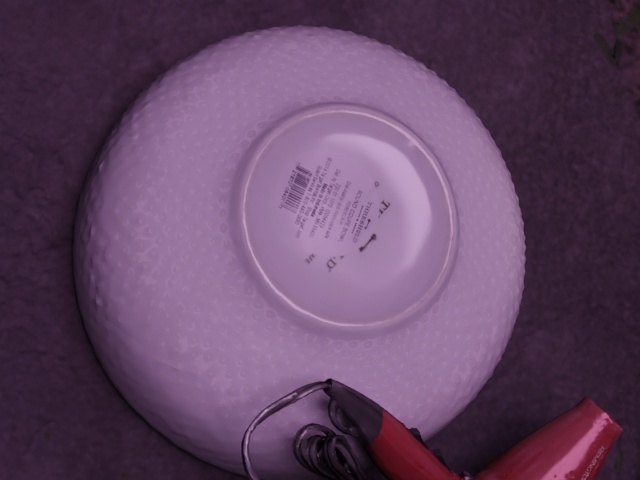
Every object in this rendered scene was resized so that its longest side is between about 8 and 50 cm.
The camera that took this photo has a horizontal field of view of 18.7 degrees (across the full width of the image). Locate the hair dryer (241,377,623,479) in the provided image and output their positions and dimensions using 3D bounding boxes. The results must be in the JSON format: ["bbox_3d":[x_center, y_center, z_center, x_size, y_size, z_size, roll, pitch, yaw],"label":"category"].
[{"bbox_3d":[0.087,0.181,1.352,0.294,0.223,0.080,-16,38,-24],"label":"hair dryer"}]

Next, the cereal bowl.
[{"bbox_3d":[0.000,0.000,1.388,0.339,0.141,0.339,4,77,-18],"label":"cereal bowl"}]
